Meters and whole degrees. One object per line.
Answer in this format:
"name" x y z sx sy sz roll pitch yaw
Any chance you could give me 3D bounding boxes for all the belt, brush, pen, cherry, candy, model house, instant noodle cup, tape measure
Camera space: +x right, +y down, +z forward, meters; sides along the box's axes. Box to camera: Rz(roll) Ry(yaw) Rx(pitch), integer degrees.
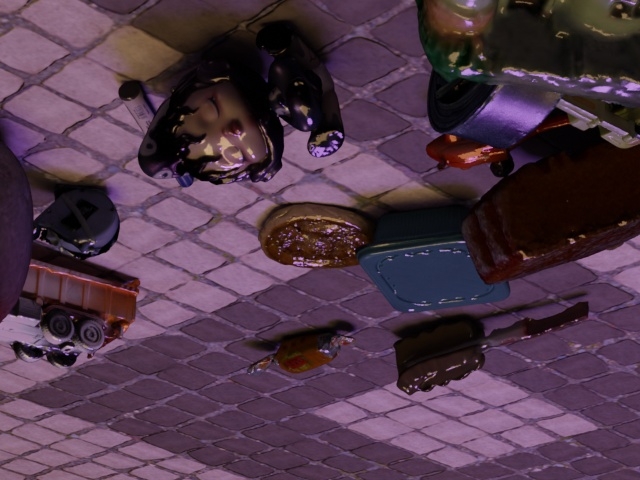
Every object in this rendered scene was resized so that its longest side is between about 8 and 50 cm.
"belt" 0.169 -0.170 1.509 0.082 0.141 0.190 14 151 -21
"brush" 0.231 0.136 2.174 0.301 0.084 0.071 -21 142 31
"pen" -0.181 -0.115 1.805 0.025 0.025 0.204 -3 153 14
"cherry" -0.420 -0.025 1.835 0.184 0.266 0.213 -23 169 -30
"candy" -0.024 0.158 2.288 0.182 0.046 0.053 -20 141 31
"model house" 0.227 -0.274 1.255 0.267 0.194 0.325 7 150 -4
"instant noodle cup" 0.140 0.019 1.963 0.157 0.070 0.179 -7 150 20
"tape measure" -0.289 -0.023 1.937 0.094 0.091 0.054 18 148 13

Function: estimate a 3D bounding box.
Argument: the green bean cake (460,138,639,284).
"green bean cake" 0.277 -0.041 1.715 0.233 0.097 0.198 -16 167 -24

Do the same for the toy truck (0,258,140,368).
"toy truck" -0.378 0.079 2.108 0.270 0.135 0.114 18 148 -32

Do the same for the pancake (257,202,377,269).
"pancake" 0.000 0.000 1.994 0.158 0.028 0.158 2 151 1

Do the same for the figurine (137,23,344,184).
"figurine" -0.089 -0.132 1.667 0.222 0.145 0.145 -21 145 22

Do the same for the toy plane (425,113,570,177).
"toy plane" 0.209 -0.110 1.694 0.194 0.077 0.126 3 140 3

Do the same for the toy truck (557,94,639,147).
"toy truck" 0.276 -0.148 1.580 0.169 0.100 0.077 27 147 -35
